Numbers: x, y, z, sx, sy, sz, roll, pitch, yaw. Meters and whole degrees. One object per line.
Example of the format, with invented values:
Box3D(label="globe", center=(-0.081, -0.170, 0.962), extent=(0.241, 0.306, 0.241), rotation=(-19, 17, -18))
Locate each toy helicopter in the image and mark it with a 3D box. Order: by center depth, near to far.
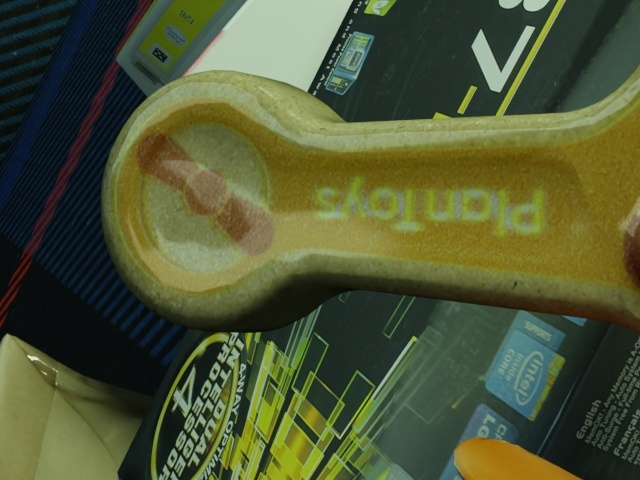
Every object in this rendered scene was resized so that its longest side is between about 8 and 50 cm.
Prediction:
Box3D(label="toy helicopter", center=(0.094, 0.012, 0.328), extent=(0.355, 0.140, 0.235), rotation=(3, 92, 27))

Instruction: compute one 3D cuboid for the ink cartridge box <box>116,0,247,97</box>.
Box3D(label="ink cartridge box", center=(-0.037, -0.248, 0.996), extent=(0.303, 0.072, 0.307), rotation=(-54, 13, -31))

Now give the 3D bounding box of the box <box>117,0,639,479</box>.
Box3D(label="box", center=(0.062, 0.015, 0.537), extent=(0.395, 0.097, 0.318), rotation=(-62, 27, 4))

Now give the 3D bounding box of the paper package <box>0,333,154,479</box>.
Box3D(label="paper package", center=(-0.252, 0.290, 0.927), extent=(0.325, 0.168, 0.309), rotation=(-49, 27, 35))

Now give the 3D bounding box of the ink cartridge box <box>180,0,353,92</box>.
Box3D(label="ink cartridge box", center=(-0.026, -0.109, 0.831), extent=(0.158, 0.092, 0.218), rotation=(-48, 3, 5))
